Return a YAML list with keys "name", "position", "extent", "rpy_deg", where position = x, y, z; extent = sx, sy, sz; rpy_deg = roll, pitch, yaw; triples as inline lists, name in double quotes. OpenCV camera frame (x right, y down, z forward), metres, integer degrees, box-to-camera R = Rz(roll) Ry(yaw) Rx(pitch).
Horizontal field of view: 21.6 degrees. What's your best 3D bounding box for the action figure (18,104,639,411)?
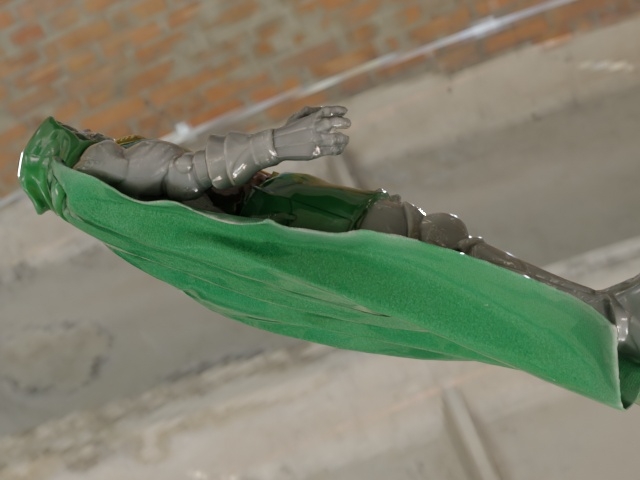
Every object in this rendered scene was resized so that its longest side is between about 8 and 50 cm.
- name: "action figure"
  position: [0.000, 0.000, 0.520]
  extent: [0.232, 0.137, 0.063]
  rpy_deg: [15, -104, 24]
